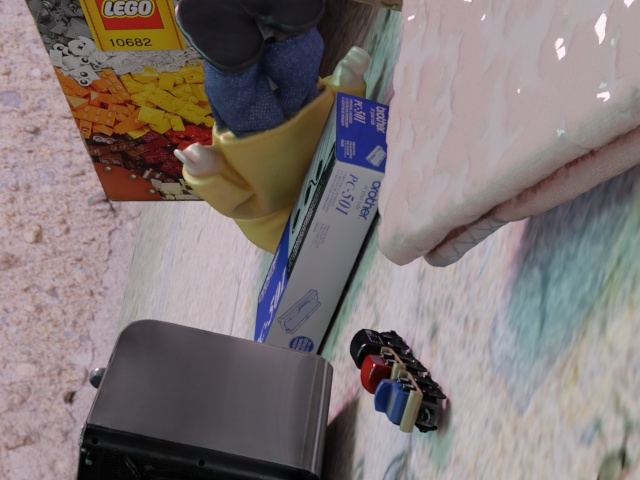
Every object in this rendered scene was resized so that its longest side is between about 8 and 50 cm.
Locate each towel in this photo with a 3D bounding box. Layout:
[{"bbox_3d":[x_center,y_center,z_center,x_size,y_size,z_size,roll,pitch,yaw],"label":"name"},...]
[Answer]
[{"bbox_3d":[0.121,-0.172,0.751,0.317,0.053,0.331,144,136,-65],"label":"towel"}]

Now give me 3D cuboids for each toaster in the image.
[{"bbox_3d":[-0.076,0.151,1.124,0.168,0.186,0.110,106,175,-54],"label":"toaster"}]

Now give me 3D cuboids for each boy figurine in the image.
[{"bbox_3d":[-0.033,-0.089,1.280,0.177,0.092,0.285,-36,-29,-16],"label":"boy figurine"}]

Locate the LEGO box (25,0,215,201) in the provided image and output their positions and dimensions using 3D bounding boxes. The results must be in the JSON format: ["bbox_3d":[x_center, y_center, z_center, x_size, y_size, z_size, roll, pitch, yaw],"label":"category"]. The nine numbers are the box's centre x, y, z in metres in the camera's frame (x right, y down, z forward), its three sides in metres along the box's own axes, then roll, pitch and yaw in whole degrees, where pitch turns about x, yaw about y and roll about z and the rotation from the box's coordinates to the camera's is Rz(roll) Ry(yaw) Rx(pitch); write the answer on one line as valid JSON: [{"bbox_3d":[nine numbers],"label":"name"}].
[{"bbox_3d":[-0.120,-0.342,1.576,0.372,0.193,0.500,76,-163,-53],"label":"LEGO box"}]

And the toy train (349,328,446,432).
[{"bbox_3d":[0.041,0.078,0.948,0.158,0.036,0.027,-127,52,-76],"label":"toy train"}]

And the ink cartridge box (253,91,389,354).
[{"bbox_3d":[0.000,0.000,1.241,0.097,0.046,0.207,-88,16,-54],"label":"ink cartridge box"}]

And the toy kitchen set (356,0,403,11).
[{"bbox_3d":[0.061,-0.163,1.065,0.083,0.075,0.068,127,155,-74],"label":"toy kitchen set"}]
